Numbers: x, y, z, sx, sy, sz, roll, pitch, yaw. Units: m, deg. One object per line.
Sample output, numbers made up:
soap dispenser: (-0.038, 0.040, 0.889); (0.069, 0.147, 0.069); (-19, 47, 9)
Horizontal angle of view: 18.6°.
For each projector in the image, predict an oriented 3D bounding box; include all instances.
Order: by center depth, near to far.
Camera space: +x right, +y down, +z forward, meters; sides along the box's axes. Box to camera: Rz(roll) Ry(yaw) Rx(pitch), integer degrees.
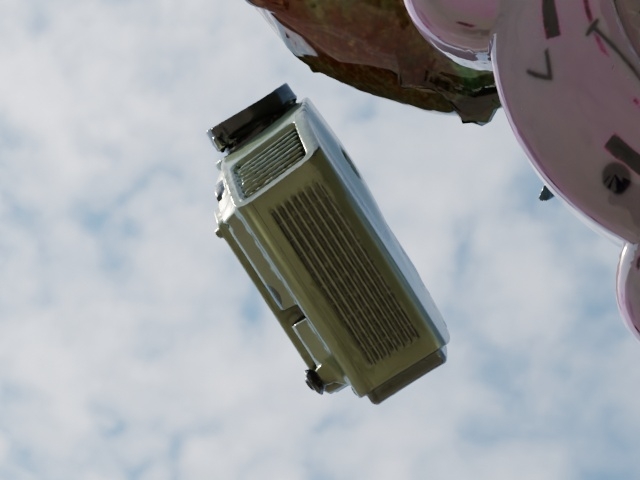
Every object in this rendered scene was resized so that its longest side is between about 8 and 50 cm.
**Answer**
projector: (0.000, 0.000, 1.237); (0.088, 0.269, 0.193); (-32, -87, 4)

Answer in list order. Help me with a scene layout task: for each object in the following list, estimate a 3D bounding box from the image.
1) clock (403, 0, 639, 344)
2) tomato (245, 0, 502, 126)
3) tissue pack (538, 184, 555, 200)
clock: (0.220, -0.119, 0.852); (0.322, 0.113, 0.295); (-35, -101, 7)
tomato: (0.080, -0.228, 1.069); (0.304, 0.239, 0.303); (7, -61, 12)
tissue pack: (0.178, -0.072, 1.268); (0.028, 0.138, 0.085); (24, -73, 17)
